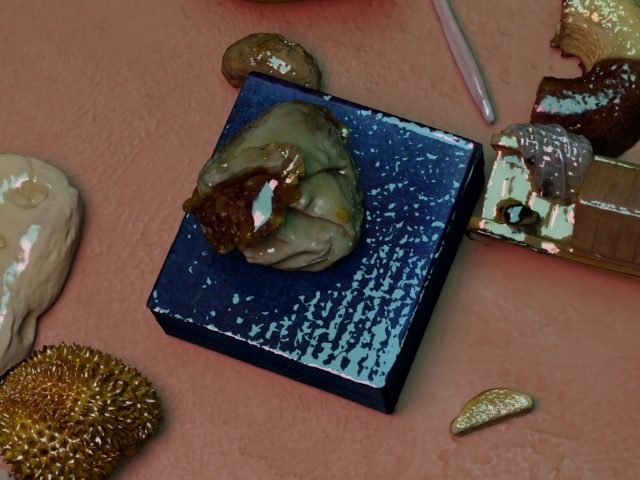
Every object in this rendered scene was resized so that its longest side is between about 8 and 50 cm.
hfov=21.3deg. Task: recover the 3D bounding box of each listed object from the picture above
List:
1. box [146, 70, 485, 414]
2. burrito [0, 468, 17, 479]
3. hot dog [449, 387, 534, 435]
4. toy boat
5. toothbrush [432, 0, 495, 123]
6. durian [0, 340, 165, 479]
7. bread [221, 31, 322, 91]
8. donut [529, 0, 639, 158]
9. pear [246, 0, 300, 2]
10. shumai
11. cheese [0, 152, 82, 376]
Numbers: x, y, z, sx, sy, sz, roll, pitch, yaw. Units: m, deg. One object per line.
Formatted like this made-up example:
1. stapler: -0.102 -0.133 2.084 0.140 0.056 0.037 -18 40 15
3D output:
1. box: 0.000 0.000 1.745 0.261 0.116 0.279 19 75 14
2. burrito: -0.274 0.348 1.689 0.082 0.059 0.275 -35 71 9
3. hot dog: 0.170 0.168 1.717 0.090 0.030 0.034 -18 69 -1
4. toy boat: 0.370 -0.013 1.680 0.445 0.162 0.136 15 87 10
5. toothbrush: 0.135 -0.262 1.868 0.029 0.025 0.307 -18 70 -9
6. durian: -0.252 0.180 1.707 0.168 0.137 0.158 27 55 5
7. bread: -0.050 -0.189 1.834 0.113 0.082 0.060 22 73 9
8. donut: 0.293 -0.184 1.794 0.141 0.085 0.217 10 71 9
9. pear: -0.059 -0.338 1.832 0.178 0.267 0.267 -34 68 27
10. shumai: -0.047 -0.066 1.643 0.184 0.142 0.184 -2 73 6
11. cheese: -0.354 0.032 1.786 0.159 0.093 0.263 20 74 11
